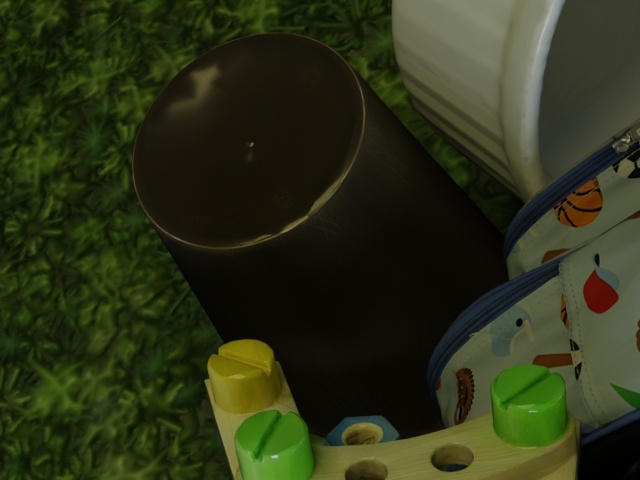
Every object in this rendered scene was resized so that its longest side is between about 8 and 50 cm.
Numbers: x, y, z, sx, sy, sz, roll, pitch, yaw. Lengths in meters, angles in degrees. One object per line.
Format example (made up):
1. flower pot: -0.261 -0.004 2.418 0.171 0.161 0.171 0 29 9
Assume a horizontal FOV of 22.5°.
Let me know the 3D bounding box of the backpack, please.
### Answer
1. backpack: 0.183 0.069 0.756 0.263 0.276 0.213 -38 41 26

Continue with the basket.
1. basket: 0.000 0.000 0.890 0.204 0.227 0.154 -1 62 23

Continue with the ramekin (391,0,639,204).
1. ramekin: 0.170 -0.137 0.875 0.277 0.277 0.135 -47 47 -7

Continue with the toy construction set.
1. toy construction set: 0.030 0.171 0.572 0.215 0.151 0.328 1 48 13
